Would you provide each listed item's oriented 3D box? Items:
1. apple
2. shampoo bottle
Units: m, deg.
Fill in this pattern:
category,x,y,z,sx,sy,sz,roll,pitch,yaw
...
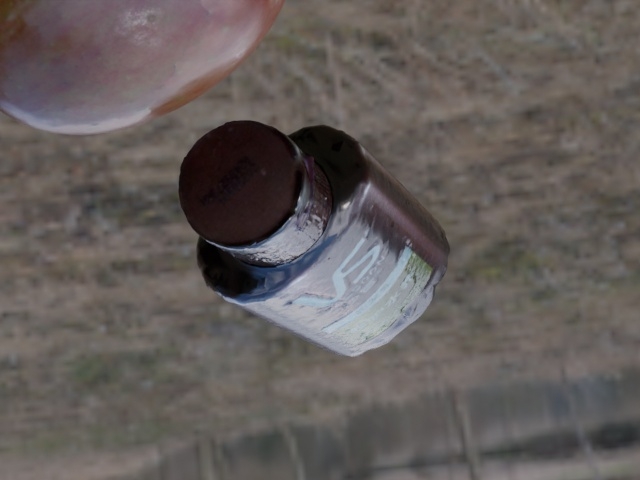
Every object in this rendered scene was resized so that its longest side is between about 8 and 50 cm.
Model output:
category,x,y,z,sx,sy,sz,roll,pitch,yaw
apple,-0.108,-0.144,0.858,0.168,0.181,0.181,-40,158,20
shampoo bottle,0.000,0.000,1.075,0.129,0.084,0.323,-44,162,2
